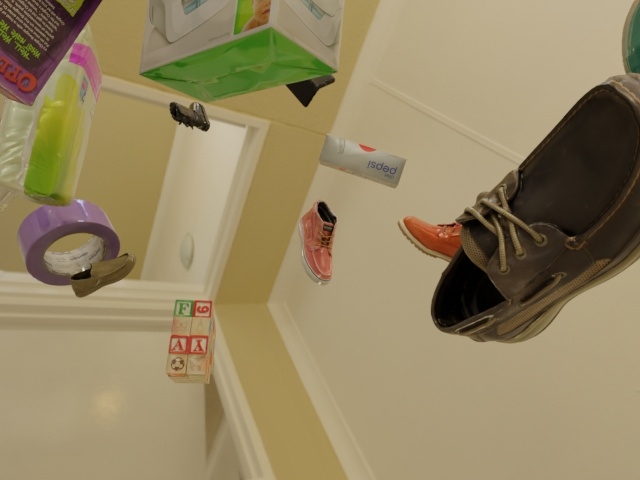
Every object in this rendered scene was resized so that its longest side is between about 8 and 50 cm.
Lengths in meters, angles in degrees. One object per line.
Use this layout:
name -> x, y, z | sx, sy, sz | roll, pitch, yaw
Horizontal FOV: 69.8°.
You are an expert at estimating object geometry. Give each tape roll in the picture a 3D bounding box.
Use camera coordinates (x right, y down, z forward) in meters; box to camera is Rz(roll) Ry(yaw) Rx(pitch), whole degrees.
tape roll -> -0.552, 0.006, 1.012 | 0.080, 0.189, 0.189 | 49, -54, 31

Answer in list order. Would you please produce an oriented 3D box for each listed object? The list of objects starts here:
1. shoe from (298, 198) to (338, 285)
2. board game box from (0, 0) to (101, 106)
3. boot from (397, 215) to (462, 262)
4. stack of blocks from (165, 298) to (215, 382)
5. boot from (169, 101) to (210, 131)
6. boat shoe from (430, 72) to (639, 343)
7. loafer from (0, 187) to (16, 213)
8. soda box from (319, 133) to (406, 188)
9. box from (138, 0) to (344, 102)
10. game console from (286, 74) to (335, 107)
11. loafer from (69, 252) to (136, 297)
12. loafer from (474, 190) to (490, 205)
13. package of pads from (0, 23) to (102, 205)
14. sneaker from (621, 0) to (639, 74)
shoe -> 0.000, 0.000, 0.948 | 0.081, 0.063, 0.178 | -52, -141, 40
board game box -> -0.346, -0.304, 0.391 | 0.056, 0.347, 0.208 | 17, -105, 21
boot -> 0.199, -0.010, 0.709 | 0.084, 0.158, 0.059 | -59, -171, 29
stack of blocks -> -0.322, 0.276, 1.174 | 0.297, 0.087, 0.171 | 113, -21, -64
boot -> -0.352, -0.340, 1.212 | 0.045, 0.099, 0.121 | -47, -125, 24
boat shoe -> 0.214, 0.006, 0.473 | 0.355, 0.130, 0.132 | 100, -24, -44
loafer -> -0.829, -0.194, 1.209 | 0.112, 0.111, 0.319 | -15, -136, 24
soda box -> 0.144, -0.273, 1.582 | 0.091, 0.286, 0.098 | 23, 86, -86
box -> -0.100, -0.327, 0.601 | 0.262, 0.127, 0.231 | 4, -93, 38
game console -> -0.033, -0.484, 1.391 | 0.122, 0.107, 0.071 | 52, -23, 17
loafer -> -0.467, 0.068, 0.982 | 0.056, 0.148, 0.050 | 46, -14, 50
loafer -> 0.362, -0.012, 0.943 | 0.096, 0.267, 0.084 | -16, -118, 15
package of pads -> -0.472, -0.214, 0.809 | 0.229, 0.101, 0.296 | 175, -74, -68
sneaker -> 0.546, -0.376, 0.669 | 0.121, 0.108, 0.302 | -62, 166, -81
